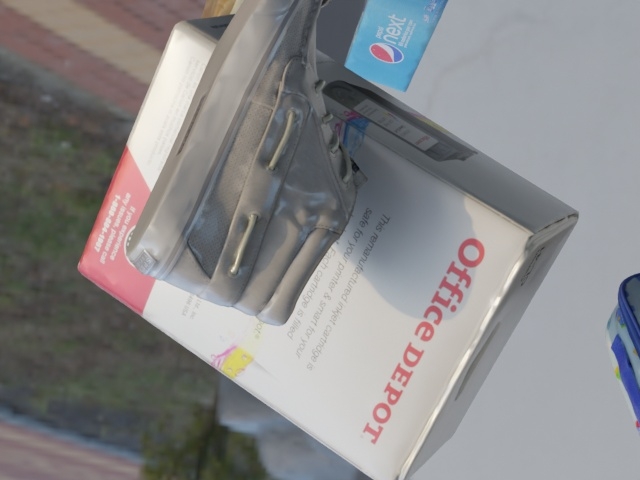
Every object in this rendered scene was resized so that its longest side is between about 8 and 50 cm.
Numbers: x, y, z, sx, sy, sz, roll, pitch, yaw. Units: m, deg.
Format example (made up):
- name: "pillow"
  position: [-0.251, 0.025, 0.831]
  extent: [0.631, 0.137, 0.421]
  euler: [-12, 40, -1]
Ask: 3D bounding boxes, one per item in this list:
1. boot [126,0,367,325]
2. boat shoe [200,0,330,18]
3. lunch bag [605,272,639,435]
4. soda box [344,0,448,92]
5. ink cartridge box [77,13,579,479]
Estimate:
- name: "boot"
  position: [-0.023, -0.073, 1.015]
  extent: [0.123, 0.258, 0.095]
  euler: [27, 170, -14]
- name: "boat shoe"
  position: [-0.033, -0.222, 1.276]
  extent: [0.092, 0.285, 0.103]
  euler: [18, -158, -18]
- name: "lunch bag"
  position: [0.344, 0.120, 1.282]
  extent: [0.176, 0.219, 0.090]
  euler: [-7, 144, -11]
- name: "soda box"
  position: [0.080, -0.228, 1.481]
  extent: [0.071, 0.067, 0.210]
  euler: [19, 157, -2]
- name: "ink cartridge box"
  position: [0.000, 0.000, 1.133]
  extent: [0.306, 0.226, 0.131]
  euler: [33, -157, 15]
